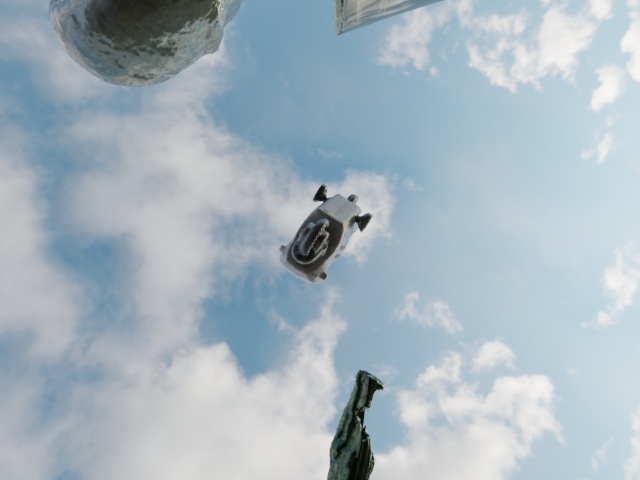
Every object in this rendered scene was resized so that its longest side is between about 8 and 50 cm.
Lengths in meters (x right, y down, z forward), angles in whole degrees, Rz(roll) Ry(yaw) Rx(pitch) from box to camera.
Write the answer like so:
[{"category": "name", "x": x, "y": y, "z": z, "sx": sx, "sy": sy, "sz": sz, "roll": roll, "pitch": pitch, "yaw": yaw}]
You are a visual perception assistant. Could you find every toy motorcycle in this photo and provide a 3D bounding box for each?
[{"category": "toy motorcycle", "x": 0.000, "y": 0.000, "z": 0.758, "sx": 0.110, "sy": 0.260, "sz": 0.171, "roll": 34, "pitch": -64, "yaw": 6}]

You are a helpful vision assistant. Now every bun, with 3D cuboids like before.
[{"category": "bun", "x": -0.282, "y": -0.425, "z": 0.717, "sx": 0.362, "sy": 0.362, "sz": 0.211, "roll": -58, "pitch": -41, "yaw": -6}]

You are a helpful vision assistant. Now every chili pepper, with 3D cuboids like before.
[{"category": "chili pepper", "x": 0.075, "y": 0.395, "z": 0.855, "sx": 0.083, "sy": 0.099, "sz": 0.253, "roll": 24, "pitch": -114, "yaw": -23}]

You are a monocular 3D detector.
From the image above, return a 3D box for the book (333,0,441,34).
[{"category": "book", "x": 0.192, "y": -0.361, "z": 0.466, "sx": 0.379, "sy": 0.264, "sz": 0.031, "roll": -17, "pitch": -91, "yaw": 3}]
